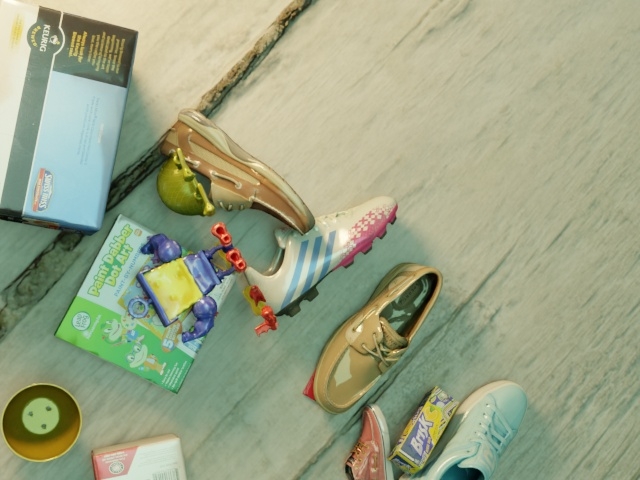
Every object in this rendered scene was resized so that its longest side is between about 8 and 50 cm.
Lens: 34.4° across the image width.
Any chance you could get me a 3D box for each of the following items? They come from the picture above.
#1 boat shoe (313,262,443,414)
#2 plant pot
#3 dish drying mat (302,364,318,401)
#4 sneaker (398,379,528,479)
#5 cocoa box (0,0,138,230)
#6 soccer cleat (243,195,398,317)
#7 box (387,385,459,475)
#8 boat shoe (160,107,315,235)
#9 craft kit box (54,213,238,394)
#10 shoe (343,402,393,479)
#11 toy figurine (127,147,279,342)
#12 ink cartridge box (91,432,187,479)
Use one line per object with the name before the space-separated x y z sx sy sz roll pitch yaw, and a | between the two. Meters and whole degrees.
boat shoe | 0.109 0.182 1.964 0.122 0.110 0.341 38 78 -16
plant pot | -0.486 0.312 1.800 0.134 0.095 0.134 1 87 -16
dish drying mat | -0.001 0.266 1.987 0.032 0.008 0.083 32 80 -14
sneaker | 0.302 0.418 1.982 0.366 0.150 0.135 -46 108 -20
cocoa box | -0.458 -0.196 1.755 0.228 0.231 0.347 11 85 -16
soccer cleat | 0.000 0.000 1.940 0.331 0.116 0.143 -42 98 -13
box | 0.198 0.365 1.980 0.059 0.054 0.169 36 56 2
boat shoe | -0.153 -0.106 1.892 0.324 0.123 0.116 38 87 8
craft kit box | -0.315 0.116 1.880 0.247 0.061 0.250 28 81 -11
shoe | 0.087 0.405 1.978 0.081 0.063 0.178 -11 96 -22
toy figurine | -0.250 0.047 1.782 0.217 0.191 0.362 -30 92 -7
ink cartridge box | -0.314 0.470 1.847 0.159 0.092 0.217 -9 89 -16
